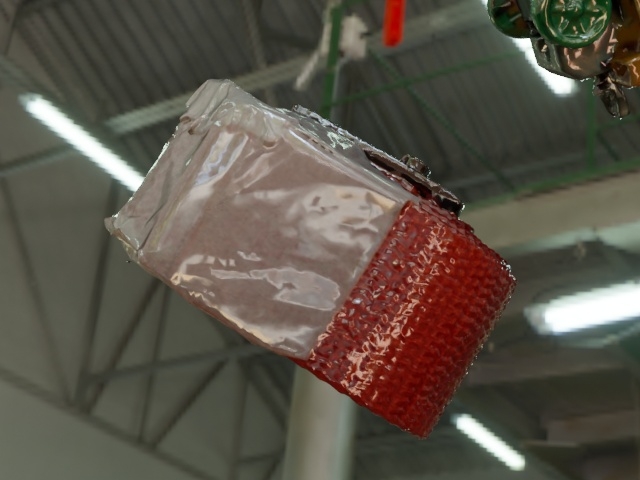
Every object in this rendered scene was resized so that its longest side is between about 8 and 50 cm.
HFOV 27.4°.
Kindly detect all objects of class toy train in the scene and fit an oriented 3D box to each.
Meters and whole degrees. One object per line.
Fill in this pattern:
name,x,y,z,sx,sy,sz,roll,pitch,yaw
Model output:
toy train,0.154,-0.181,0.723,0.136,0.227,0.091,-20,15,-7

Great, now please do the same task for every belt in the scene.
belt,0.000,0.000,0.678,0.201,0.124,0.128,32,-3,11
